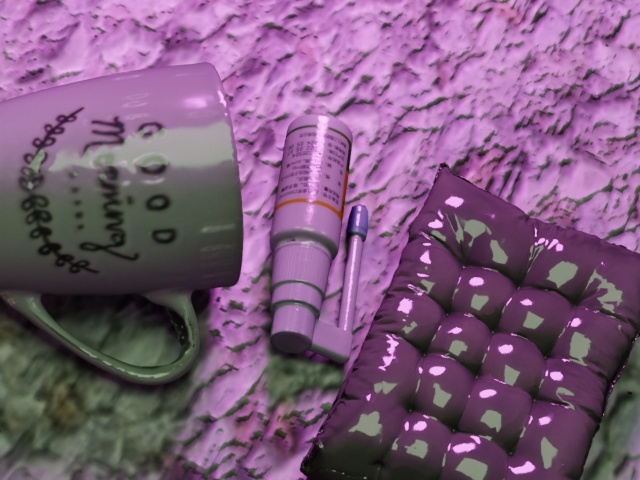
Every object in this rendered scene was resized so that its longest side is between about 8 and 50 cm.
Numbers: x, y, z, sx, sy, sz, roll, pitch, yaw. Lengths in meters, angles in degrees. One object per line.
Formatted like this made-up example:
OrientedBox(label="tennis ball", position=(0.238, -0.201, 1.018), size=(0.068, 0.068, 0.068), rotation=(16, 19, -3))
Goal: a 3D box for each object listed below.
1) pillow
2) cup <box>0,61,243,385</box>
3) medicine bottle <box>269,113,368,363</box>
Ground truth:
OrientedBox(label="pillow", position=(0.146, 0.108, 1.620), size=(0.228, 0.101, 0.326), rotation=(24, 54, 4))
OrientedBox(label="cup", position=(-0.186, -0.004, 1.569), size=(0.234, 0.186, 0.258), rotation=(-9, 89, -11))
OrientedBox(label="medicine bottle", position=(0.000, 0.000, 1.671), size=(0.092, 0.061, 0.220), rotation=(24, 54, -23))
